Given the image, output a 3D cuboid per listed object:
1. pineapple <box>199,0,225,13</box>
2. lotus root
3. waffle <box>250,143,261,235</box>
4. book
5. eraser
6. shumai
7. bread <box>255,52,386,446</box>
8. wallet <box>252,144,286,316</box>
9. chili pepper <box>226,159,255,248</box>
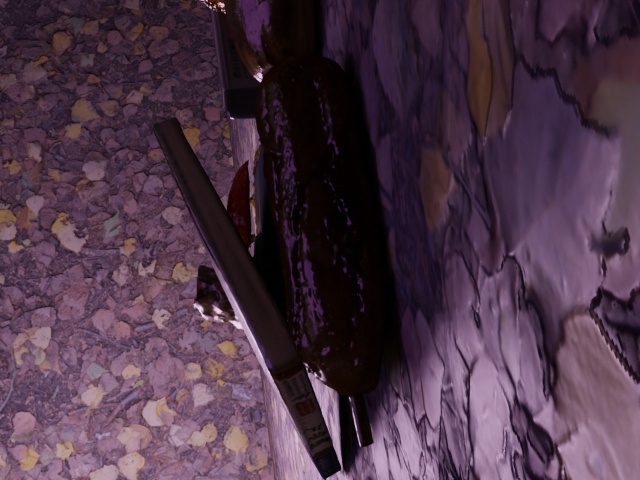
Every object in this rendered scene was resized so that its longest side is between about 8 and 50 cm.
[{"bbox_3d":[-0.191,-0.418,1.341,0.076,0.225,0.225,-63,16,11],"label":"pineapple"},{"bbox_3d":[-0.052,-0.232,0.914,0.159,0.096,0.135,-116,17,-85],"label":"lotus root"},{"bbox_3d":[-0.096,-0.051,1.505,0.237,0.059,0.243,99,164,-61],"label":"waffle"},{"bbox_3d":[-0.071,0.090,0.959,0.300,0.039,0.428,59,171,28],"label":"book"},{"bbox_3d":[-0.137,-0.332,1.460,0.061,0.089,0.351,103,161,-57],"label":"eraser"},{"bbox_3d":[-0.163,0.113,1.695,0.206,0.176,0.166,162,102,-86],"label":"shumai"},{"bbox_3d":[0.003,0.000,0.714,0.124,0.084,0.343,108,154,-73],"label":"bread"},{"bbox_3d":[-0.050,-0.028,1.102,0.360,0.083,0.252,131,137,-80],"label":"wallet"},{"bbox_3d":[-0.141,-0.036,1.491,0.059,0.051,0.267,92,174,-57],"label":"chili pepper"}]
